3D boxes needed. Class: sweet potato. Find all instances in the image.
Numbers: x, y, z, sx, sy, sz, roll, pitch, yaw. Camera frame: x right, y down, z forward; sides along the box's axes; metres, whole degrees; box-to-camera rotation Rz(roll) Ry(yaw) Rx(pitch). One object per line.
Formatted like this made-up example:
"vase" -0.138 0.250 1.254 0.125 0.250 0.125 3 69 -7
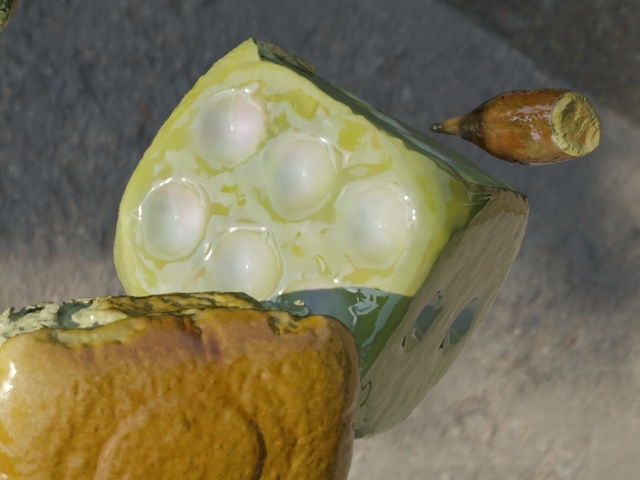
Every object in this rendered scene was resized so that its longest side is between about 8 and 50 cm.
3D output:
"sweet potato" 0.117 -0.071 1.110 0.049 0.117 0.049 -2 93 -51

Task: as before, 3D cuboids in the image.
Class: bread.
"bread" -0.099 0.113 1.100 0.246 0.174 0.121 1 30 -21

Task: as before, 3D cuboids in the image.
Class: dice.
"dice" 0.000 0.000 1.350 0.238 0.233 0.226 35 96 20

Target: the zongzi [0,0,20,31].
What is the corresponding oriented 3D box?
"zongzi" -0.326 -0.264 1.678 0.113 0.052 0.104 27 63 -1
